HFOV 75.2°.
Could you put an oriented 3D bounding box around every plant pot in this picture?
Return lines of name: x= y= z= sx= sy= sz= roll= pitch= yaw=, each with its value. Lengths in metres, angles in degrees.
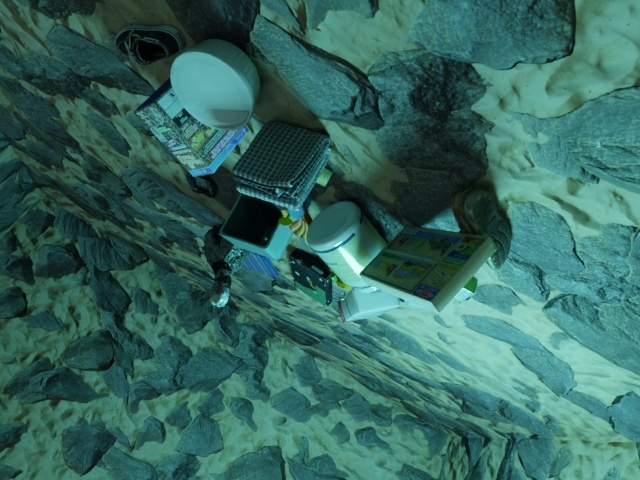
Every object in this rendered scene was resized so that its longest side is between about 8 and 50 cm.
plant pot: x=-0.245 y=-0.045 z=1.846 sx=0.248 sy=0.247 sz=0.252 roll=17 pitch=159 yaw=22

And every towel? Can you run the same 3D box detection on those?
towel: x=-0.123 y=-0.256 z=1.343 sx=0.235 sy=0.283 sz=0.121 roll=20 pitch=149 yaw=16
towel: x=-0.411 y=0.106 z=2.444 sx=0.336 sy=0.040 sz=0.243 roll=16 pitch=150 yaw=28

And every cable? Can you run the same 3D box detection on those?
cable: x=-0.562 y=-0.262 z=1.978 sx=0.151 sy=0.047 sz=0.184 roll=32 pitch=151 yaw=-4

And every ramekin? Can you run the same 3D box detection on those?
ramekin: x=-0.311 y=-0.485 z=1.284 sx=0.273 sy=0.127 sz=0.272 roll=14 pitch=145 yaw=10

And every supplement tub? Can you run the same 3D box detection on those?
supplement tub: x=0.125 y=0.031 z=1.619 sx=0.235 sy=0.235 sz=0.325 roll=-4 pitch=136 yaw=46

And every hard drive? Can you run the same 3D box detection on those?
hard drive: x=-0.044 y=0.203 z=2.181 sx=0.237 sy=0.064 sz=0.339 roll=32 pitch=153 yaw=22

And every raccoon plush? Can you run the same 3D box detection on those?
raccoon plush: x=-0.415 y=0.107 z=2.033 sx=0.216 sy=0.446 sz=0.299 roll=5 pitch=168 yaw=30

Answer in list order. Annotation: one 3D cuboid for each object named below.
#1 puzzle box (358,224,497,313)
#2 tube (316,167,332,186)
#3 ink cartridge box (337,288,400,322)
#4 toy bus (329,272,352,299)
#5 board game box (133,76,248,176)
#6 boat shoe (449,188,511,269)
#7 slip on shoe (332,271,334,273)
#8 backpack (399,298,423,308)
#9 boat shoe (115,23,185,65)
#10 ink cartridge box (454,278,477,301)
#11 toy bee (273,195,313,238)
puzzle box: x=0.322 y=0.072 z=1.344 sx=0.052 sy=0.272 sz=0.409 roll=51 pitch=165 yaw=-21
tube: x=-0.076 y=-0.273 z=1.486 sx=0.240 sy=0.070 sz=0.062 roll=28 pitch=136 yaw=-1
ink cartridge box: x=0.218 y=0.291 z=1.940 sx=0.207 sy=0.117 sz=0.283 roll=-8 pitch=163 yaw=-14
toy bus: x=0.118 y=0.127 z=1.831 sx=0.191 sy=0.202 sz=0.104 roll=-32 pitch=124 yaw=9
board game box: x=-0.436 y=-0.410 z=1.438 sx=0.141 sy=0.232 sz=0.291 roll=1 pitch=140 yaw=43
boat shoe: x=0.502 y=-0.039 z=1.306 sx=0.116 sy=0.123 sz=0.324 roll=23 pitch=153 yaw=54
slip on shoe: x=0.115 y=0.177 z=2.059 sx=0.135 sy=0.041 sz=0.051 roll=13 pitch=147 yaw=28
backpack: x=0.425 y=0.223 z=1.777 sx=0.182 sy=0.115 sz=0.152 roll=8 pitch=142 yaw=30
boat shoe: x=-0.581 y=-0.626 z=1.357 sx=0.306 sy=0.105 sz=0.113 roll=15 pitch=148 yaw=25
ink cartridge box: x=0.500 y=0.157 z=1.656 sx=0.209 sy=0.062 sz=0.109 roll=28 pitch=152 yaw=4
toy bee: x=-0.121 y=-0.147 z=1.642 sx=0.162 sy=0.195 sz=0.298 roll=-2 pitch=102 yaw=21
